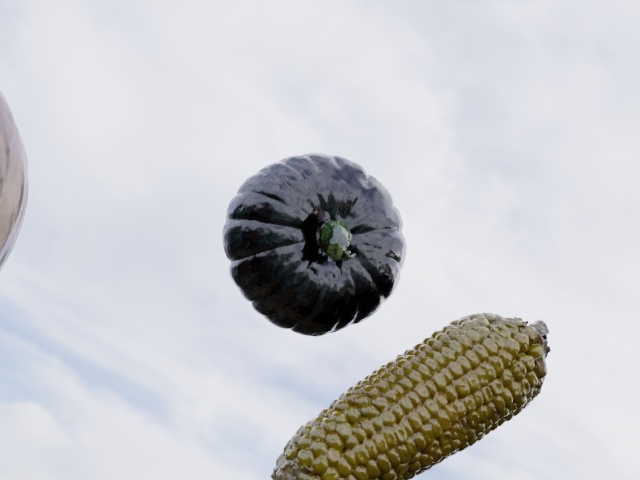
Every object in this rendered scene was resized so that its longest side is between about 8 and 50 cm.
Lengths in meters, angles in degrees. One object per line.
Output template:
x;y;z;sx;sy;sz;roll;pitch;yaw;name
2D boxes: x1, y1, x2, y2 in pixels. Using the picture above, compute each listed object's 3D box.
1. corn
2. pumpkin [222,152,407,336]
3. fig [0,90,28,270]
0.098;0.166;1.099;0.119;0.322;0.119;47;-26;32;corn
-0.005;0.001;1.144;0.194;0.194;0.150;35;-46;-25;pumpkin
-0.215;-0.003;0.488;0.148;0.202;0.149;22;12;-42;fig
